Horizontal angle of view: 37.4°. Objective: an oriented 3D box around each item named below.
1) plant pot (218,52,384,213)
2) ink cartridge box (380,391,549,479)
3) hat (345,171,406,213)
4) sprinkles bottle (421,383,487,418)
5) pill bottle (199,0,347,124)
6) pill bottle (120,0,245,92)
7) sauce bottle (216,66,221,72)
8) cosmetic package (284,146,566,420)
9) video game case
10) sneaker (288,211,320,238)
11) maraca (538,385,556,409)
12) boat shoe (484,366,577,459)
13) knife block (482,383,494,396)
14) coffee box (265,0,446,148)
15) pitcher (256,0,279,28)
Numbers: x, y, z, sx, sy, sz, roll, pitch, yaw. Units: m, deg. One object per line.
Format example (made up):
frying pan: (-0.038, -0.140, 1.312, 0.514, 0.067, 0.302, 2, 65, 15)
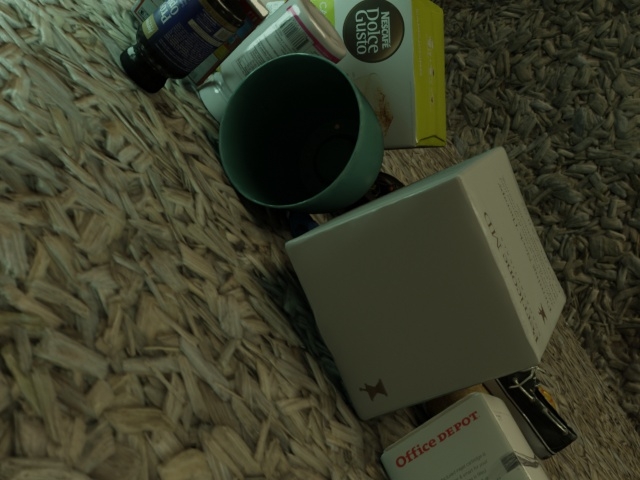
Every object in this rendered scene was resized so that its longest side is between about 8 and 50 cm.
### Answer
plant pot: (-0.012, -0.182, 1.823, 0.293, 0.293, 0.235, 60, 16, 22)
ink cartridge box: (0.252, 0.408, 1.465, 0.117, 0.207, 0.283, 27, 30, -55)
hat: (0.150, -0.051, 2.197, 0.331, 0.134, 0.331, 32, 17, -11)
sprinkles bottle: (0.286, 0.357, 1.689, 0.121, 0.121, 0.355, 41, 10, -30)
pill bottle: (-0.100, -0.350, 1.919, 0.160, 0.283, 0.160, 45, 19, -21)
pill bottle: (-0.249, -0.367, 1.689, 0.123, 0.219, 0.123, 46, 18, -20)
sauce bottle: (-0.246, -0.491, 2.113, 0.344, 0.111, 0.111, 56, 18, 9)
cosmetic package: (0.201, 0.062, 1.659, 0.329, 0.327, 0.394, 67, 24, -3)
video game case: (-0.237, -0.438, 1.809, 0.204, 0.285, 0.025, 50, 52, -7)
sneaker: (0.000, 0.000, 1.833, 0.069, 0.082, 0.209, 33, 24, -41)
maraca: (0.496, 0.389, 2.295, 0.186, 0.099, 0.127, 34, -10, 49)
boat shoe: (0.410, 0.297, 1.944, 0.306, 0.105, 0.113, 57, 19, 15)
knife block: (0.337, 0.323, 2.036, 0.276, 0.088, 0.242, 33, 25, -45)
coffee box: (0.095, -0.372, 2.163, 0.338, 0.334, 0.337, -15, 103, -71)
pitcher: (-0.197, -0.612, 2.484, 0.207, 0.125, 0.177, 18, 57, -43)
